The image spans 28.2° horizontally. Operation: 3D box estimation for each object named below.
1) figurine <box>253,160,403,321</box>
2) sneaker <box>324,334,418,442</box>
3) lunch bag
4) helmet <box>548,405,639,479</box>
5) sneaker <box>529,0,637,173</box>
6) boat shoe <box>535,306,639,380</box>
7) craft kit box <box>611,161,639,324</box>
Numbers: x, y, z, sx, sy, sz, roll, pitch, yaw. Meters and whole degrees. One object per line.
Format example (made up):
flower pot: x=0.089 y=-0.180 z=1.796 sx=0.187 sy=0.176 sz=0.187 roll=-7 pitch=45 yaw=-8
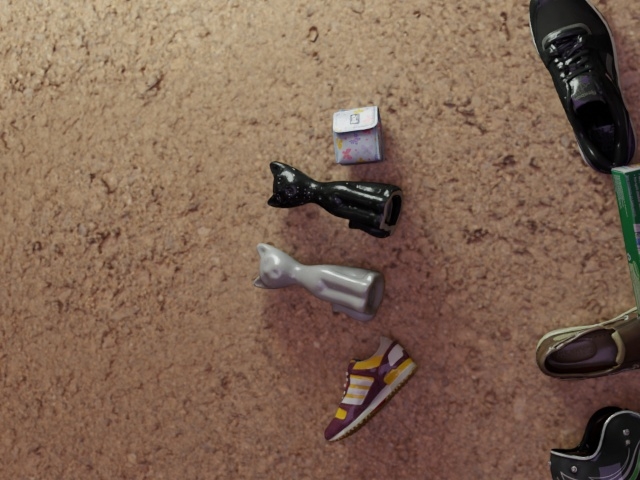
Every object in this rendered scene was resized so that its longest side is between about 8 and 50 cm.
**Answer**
figurine: x=0.000 y=0.000 z=1.924 sx=0.209 sy=0.092 sz=0.215 roll=15 pitch=101 yaw=20
sneaker: x=0.061 y=0.227 z=1.944 sx=0.185 sy=0.069 sz=0.084 roll=-45 pitch=76 yaw=9
lunch bag: x=0.056 y=-0.156 z=1.900 sx=0.071 sy=0.053 sz=0.083 roll=-4 pitch=87 yaw=13
helmet: x=0.417 y=0.324 z=1.813 sx=0.169 sy=0.169 sz=0.161 roll=38 pitch=87 yaw=7
sneaker: x=0.371 y=-0.229 z=1.773 sx=0.107 sy=0.124 sz=0.283 roll=-23 pitch=91 yaw=16
boat shoe: x=0.436 y=0.152 z=1.820 sx=0.257 sy=0.095 sz=0.095 roll=-19 pitch=92 yaw=16
craft kit box: x=0.543 y=-0.005 z=1.744 sx=0.247 sy=0.061 sz=0.250 roll=-15 pitch=99 yaw=-8
